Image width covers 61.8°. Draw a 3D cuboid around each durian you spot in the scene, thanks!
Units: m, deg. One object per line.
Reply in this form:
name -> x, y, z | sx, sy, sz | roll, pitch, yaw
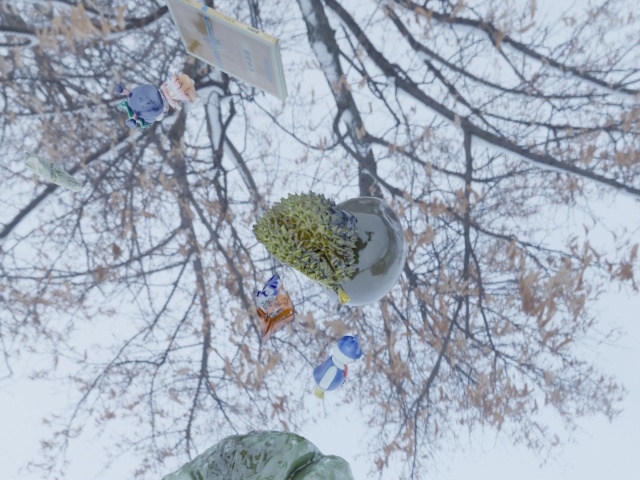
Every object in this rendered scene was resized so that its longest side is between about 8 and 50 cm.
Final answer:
durian -> 0.000, 0.000, 0.927 | 0.138, 0.193, 0.237 | -47, -119, 9

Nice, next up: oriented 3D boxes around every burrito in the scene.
burrito -> -0.648, -0.163, 1.303 | 0.041, 0.185, 0.045 | 13, -99, 13

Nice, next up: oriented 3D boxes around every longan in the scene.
longan -> 0.081, 0.022, 1.121 | 0.215, 0.246, 0.246 | 3, -132, -15

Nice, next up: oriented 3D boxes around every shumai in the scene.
shumai -> -0.087, 0.426, 0.677 | 0.304, 0.263, 0.309 | 15, -86, -11

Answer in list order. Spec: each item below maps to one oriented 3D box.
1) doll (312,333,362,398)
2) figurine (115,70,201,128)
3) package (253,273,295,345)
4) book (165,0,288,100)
doll -> 0.029, 0.210, 0.911 | 0.057, 0.143, 0.099 | 33, -153, 7
figurine -> -0.403, -0.356, 1.324 | 0.195, 0.102, 0.111 | -29, -95, -4
package -> -0.077, 0.108, 0.858 | 0.077, 0.033, 0.111 | -31, -131, 8
book -> -0.173, -0.361, 0.998 | 0.241, 0.170, 0.018 | 28, -106, 12
